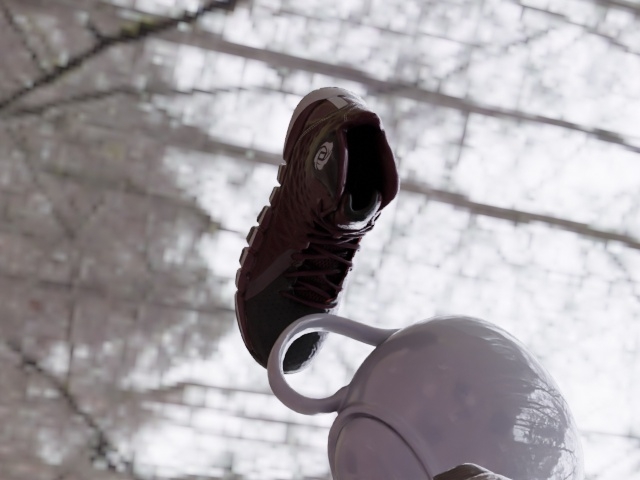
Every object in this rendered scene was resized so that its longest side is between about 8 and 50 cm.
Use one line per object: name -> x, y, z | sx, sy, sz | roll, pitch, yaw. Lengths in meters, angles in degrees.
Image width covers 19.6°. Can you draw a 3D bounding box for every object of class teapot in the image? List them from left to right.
teapot -> 0.092, 0.193, 1.638 | 0.256, 0.187, 0.252 | 9, -64, 53

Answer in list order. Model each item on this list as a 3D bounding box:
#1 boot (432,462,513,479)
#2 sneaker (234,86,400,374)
boot -> 0.043, 0.138, 0.783 | 0.118, 0.042, 0.087 | -34, -156, -1
sneaker -> 0.000, 0.000, 1.717 | 0.162, 0.106, 0.281 | -151, -109, -70
